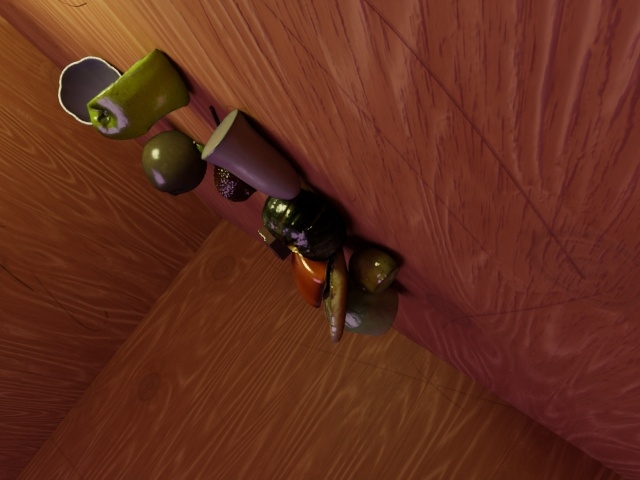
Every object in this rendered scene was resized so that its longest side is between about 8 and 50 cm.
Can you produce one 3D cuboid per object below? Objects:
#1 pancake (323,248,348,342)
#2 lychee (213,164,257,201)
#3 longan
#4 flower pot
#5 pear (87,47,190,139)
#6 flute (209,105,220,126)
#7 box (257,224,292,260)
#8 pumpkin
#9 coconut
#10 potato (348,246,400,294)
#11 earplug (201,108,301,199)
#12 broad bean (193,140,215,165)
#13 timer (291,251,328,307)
[{"bbox_3d":[0.058,0.203,1.591,0.081,0.388,0.387,3,170,-3],"label":"pancake"},{"bbox_3d":[-0.292,-0.234,1.479,0.194,0.195,0.194,35,170,7],"label":"lychee"},{"bbox_3d":[-0.671,-0.356,1.930,0.288,0.289,0.350,34,178,14],"label":"longan"},{"bbox_3d":[-0.901,-0.599,1.742,0.265,0.265,0.243,37,-176,-4],"label":"flower pot"},{"bbox_3d":[-0.555,-0.414,1.257,0.286,0.282,0.176,22,154,55],"label":"pear"},{"bbox_3d":[-0.345,-0.387,1.422,0.014,0.014,0.269,35,170,6],"label":"flute"},{"bbox_3d":[-0.135,-0.043,1.699,0.086,0.215,0.215,42,173,22],"label":"box"},{"bbox_3d":[-0.055,-0.055,1.442,0.320,0.192,0.320,34,174,4],"label":"pumpkin"},{"bbox_3d":[0.199,0.271,1.830,0.328,0.282,0.328,12,179,0],"label":"coconut"},{"bbox_3d":[0.188,0.110,1.502,0.176,0.141,0.298,52,169,-5],"label":"potato"},{"bbox_3d":[-0.178,-0.226,1.236,0.301,0.173,0.172,35,171,-28],"label":"earplug"},{"bbox_3d":[-0.452,-0.345,1.873,0.297,0.043,0.060,38,160,-3],"label":"broad bean"},{"bbox_3d":[-0.026,0.118,1.694,0.161,0.250,0.258,-4,146,-10],"label":"timer"}]
